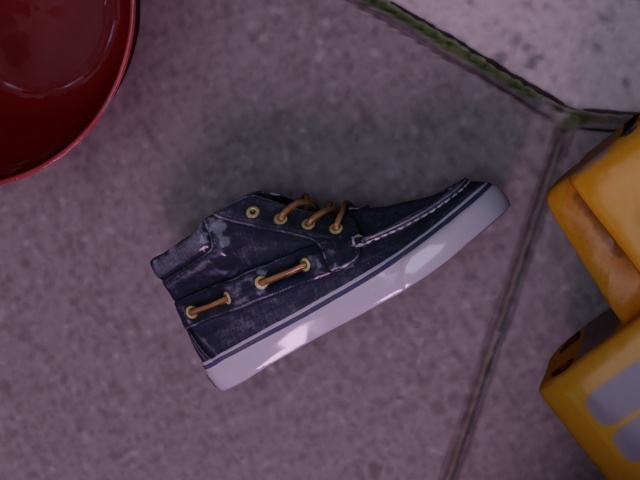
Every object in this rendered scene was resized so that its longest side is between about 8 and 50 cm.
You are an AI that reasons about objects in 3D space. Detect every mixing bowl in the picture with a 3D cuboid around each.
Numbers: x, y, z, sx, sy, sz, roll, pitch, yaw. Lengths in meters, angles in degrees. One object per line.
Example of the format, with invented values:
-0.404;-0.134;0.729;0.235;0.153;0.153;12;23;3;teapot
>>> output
-0.164;-0.121;0.728;0.181;0.098;0.181;2;99;13;mixing bowl

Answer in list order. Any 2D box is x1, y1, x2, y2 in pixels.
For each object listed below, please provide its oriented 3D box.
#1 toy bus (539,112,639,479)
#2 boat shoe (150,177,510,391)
0.215;0.100;0.663;0.130;0.108;0.332;-39;88;17;toy bus
0.000;0.000;0.722;0.183;0.065;0.083;-31;91;16;boat shoe
